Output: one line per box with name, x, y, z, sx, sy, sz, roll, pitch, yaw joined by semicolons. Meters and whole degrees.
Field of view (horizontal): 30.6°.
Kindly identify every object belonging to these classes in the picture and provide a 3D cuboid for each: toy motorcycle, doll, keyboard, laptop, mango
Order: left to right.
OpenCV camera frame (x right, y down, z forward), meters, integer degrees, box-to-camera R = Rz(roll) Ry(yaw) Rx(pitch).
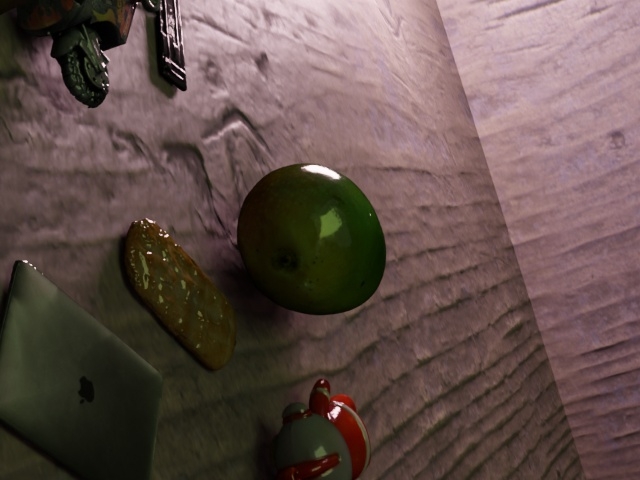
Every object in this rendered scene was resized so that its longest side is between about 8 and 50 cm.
laptop;-0.257;0.163;1.258;0.269;0.015;0.188;50;31;-43
toy motorcycle;-0.290;-0.315;1.434;0.173;0.108;0.307;49;37;-46
keyboard;-0.224;-0.318;1.725;0.061;0.013;0.204;35;42;-56
mango;0.000;0.000;1.760;0.225;0.201;0.382;65;17;11
doll;0.002;0.308;1.664;0.336;0.105;0.200;-11;84;-76

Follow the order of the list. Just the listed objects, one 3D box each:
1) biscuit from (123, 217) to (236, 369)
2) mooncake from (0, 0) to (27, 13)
biscuit;-0.177;0.071;1.506;0.247;0.029;0.118;52;29;-40
mooncake;-0.295;-0.345;0.990;0.262;0.467;0.467;61;24;-26
